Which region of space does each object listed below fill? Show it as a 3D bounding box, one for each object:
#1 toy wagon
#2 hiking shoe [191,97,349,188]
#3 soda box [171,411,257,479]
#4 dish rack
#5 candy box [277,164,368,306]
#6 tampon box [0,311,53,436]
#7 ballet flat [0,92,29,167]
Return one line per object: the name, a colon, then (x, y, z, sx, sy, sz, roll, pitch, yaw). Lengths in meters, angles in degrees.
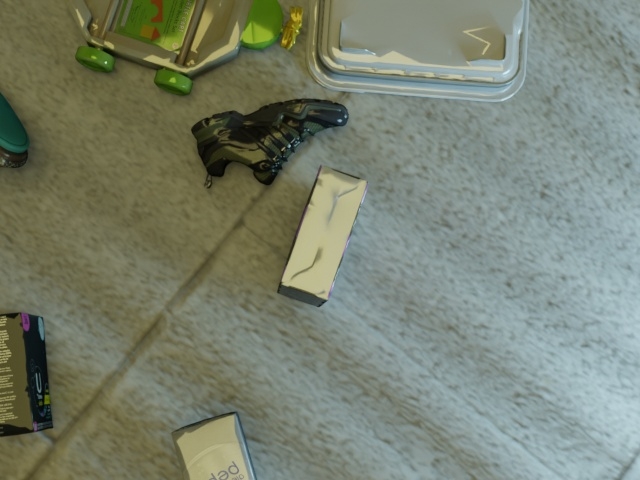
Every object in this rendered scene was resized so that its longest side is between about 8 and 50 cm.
toy wagon: (-0.195, -0.347, 1.520, 0.344, 0.068, 0.267, 17, 83, -1)
hiking shoe: (-0.066, -0.140, 1.503, 0.226, 0.086, 0.114, -10, 97, 2)
soda box: (-0.114, 0.376, 1.381, 0.091, 0.098, 0.286, -16, 83, -5)
dish rack: (0.151, -0.358, 1.537, 0.332, 0.072, 0.286, 4, 82, -3)
candy box: (0.000, 0.000, 1.421, 0.070, 0.196, 0.165, 19, 83, -1)
tampon box: (-0.431, 0.184, 1.416, 0.101, 0.120, 0.161, -7, 84, -3)
ballet flat: (-0.586, -0.258, 1.464, 0.182, 0.164, 0.483, -37, 80, 15)
